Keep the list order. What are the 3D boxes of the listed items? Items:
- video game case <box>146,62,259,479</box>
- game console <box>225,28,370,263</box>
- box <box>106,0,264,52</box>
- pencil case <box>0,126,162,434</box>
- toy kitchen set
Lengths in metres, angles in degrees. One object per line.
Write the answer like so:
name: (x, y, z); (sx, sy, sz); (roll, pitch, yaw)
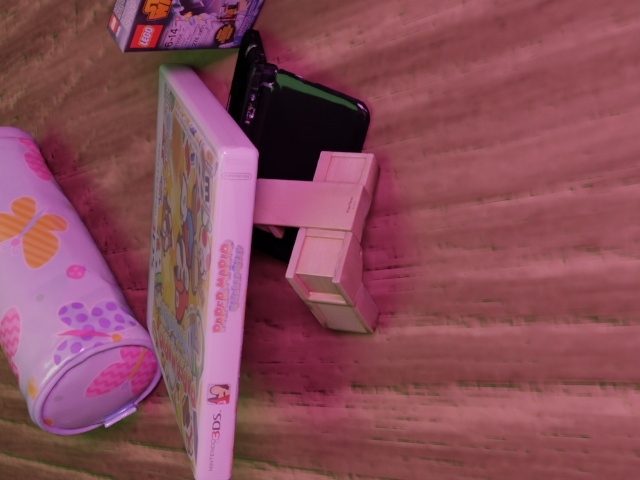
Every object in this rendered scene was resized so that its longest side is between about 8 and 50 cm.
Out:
video game case: (-0.084, 0.009, 0.692); (0.227, 0.026, 0.206); (-129, 42, -63)
game console: (-0.024, -0.058, 0.683); (0.107, 0.071, 0.122); (-105, 27, -58)
box: (-0.066, -0.175, 0.642); (0.027, 0.094, 0.137); (55, 136, 28)
pencil case: (-0.236, 0.029, 0.880); (0.273, 0.113, 0.124); (52, 153, 31)
toy kitchen set: (0.000, 0.000, 0.634); (0.068, 0.075, 0.083); (5, 64, 23)
